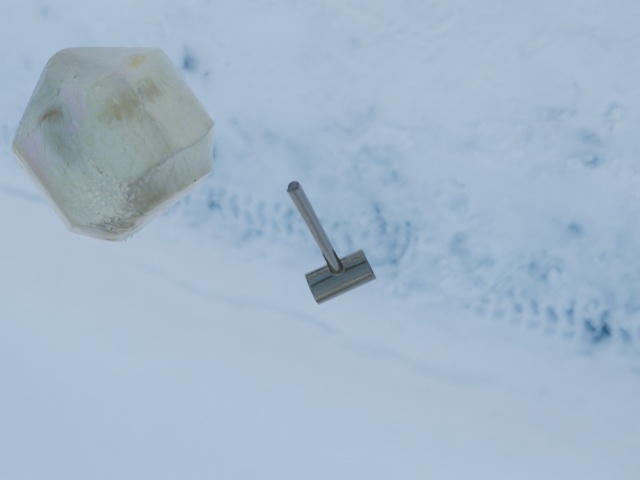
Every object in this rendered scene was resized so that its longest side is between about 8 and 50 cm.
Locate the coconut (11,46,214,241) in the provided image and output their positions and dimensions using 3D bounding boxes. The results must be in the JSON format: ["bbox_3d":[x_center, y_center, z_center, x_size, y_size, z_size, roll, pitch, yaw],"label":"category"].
[{"bbox_3d":[-0.251,-0.124,1.490,0.241,0.241,0.241,16,118,32],"label":"coconut"}]

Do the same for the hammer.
[{"bbox_3d":[0.000,0.000,0.649,0.035,0.110,0.019,-25,60,2],"label":"hammer"}]
